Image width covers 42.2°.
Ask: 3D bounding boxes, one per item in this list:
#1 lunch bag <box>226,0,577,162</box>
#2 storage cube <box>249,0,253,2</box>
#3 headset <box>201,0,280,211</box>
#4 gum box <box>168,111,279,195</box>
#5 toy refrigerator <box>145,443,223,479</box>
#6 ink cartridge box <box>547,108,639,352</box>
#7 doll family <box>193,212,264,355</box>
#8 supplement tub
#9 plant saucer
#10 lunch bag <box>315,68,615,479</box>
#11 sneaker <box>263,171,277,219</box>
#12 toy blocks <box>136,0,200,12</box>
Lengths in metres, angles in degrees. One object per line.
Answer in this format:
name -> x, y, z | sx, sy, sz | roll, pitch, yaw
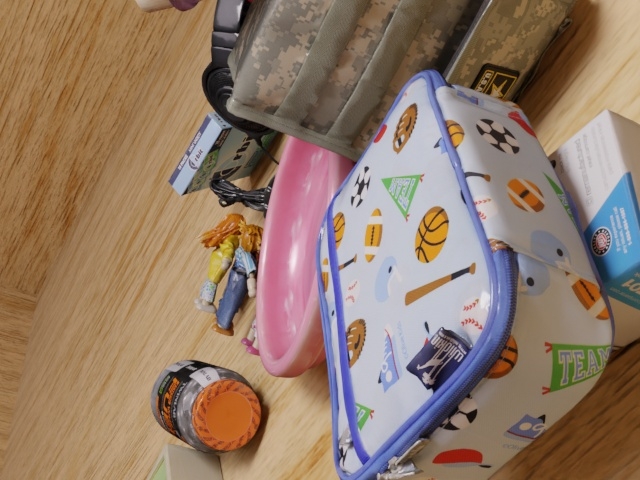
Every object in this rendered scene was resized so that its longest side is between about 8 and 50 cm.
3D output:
lunch bag -> 0.082, -0.192, 0.797 | 0.235, 0.286, 0.169 | -60, 21, 27
storage cube -> -0.023, -0.394, 0.984 | 0.215, 0.193, 0.184 | -29, 46, 52
headset -> -0.091, -0.234, 1.238 | 0.185, 0.243, 0.395 | 14, 113, 29
gum box -> -0.154, -0.159, 1.417 | 0.041, 0.184, 0.157 | 49, 125, 14
toy refrigerator -> -0.240, 0.433, 1.199 | 0.270, 0.094, 0.102 | -61, 26, 19
ink cartridge box -> 0.191, 0.016, 0.644 | 0.190, 0.082, 0.140 | -43, 35, 43
doll family -> -0.124, 0.047, 1.231 | 0.163, 0.118, 0.263 | -68, 26, 10
supplement tub -> -0.161, 0.232, 1.167 | 0.190, 0.116, 0.117 | -7, 65, 64
plant saucer -> 0.000, 0.000, 0.991 | 0.332, 0.084, 0.332 | -171, 90, -76
lunch bag -> 0.081, 0.039, 0.627 | 0.243, 0.114, 0.304 | -54, 27, 38
sneaker -> 0.001, -0.116, 1.168 | 0.268, 0.101, 0.106 | -67, -8, 23
toy blocks -> -0.108, -0.378, 0.736 | 0.259, 0.309, 0.289 | -5, 81, 26
